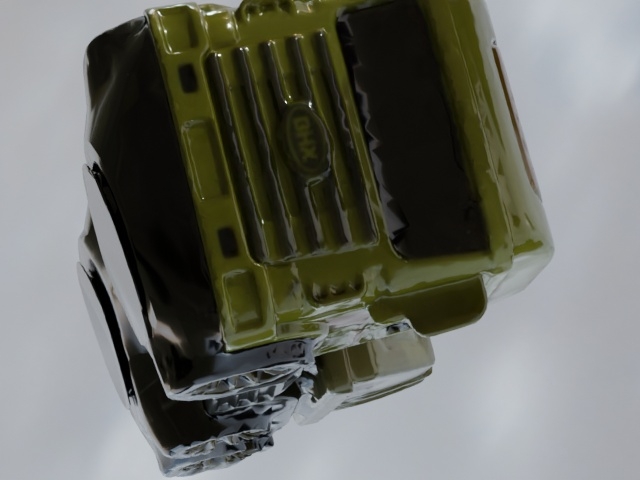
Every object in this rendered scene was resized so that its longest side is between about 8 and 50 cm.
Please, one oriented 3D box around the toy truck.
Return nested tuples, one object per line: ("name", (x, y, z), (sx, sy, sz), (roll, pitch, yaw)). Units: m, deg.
("toy truck", (0.000, 0.000, 0.981), (0.405, 0.254, 0.181), (108, -34, -75))
